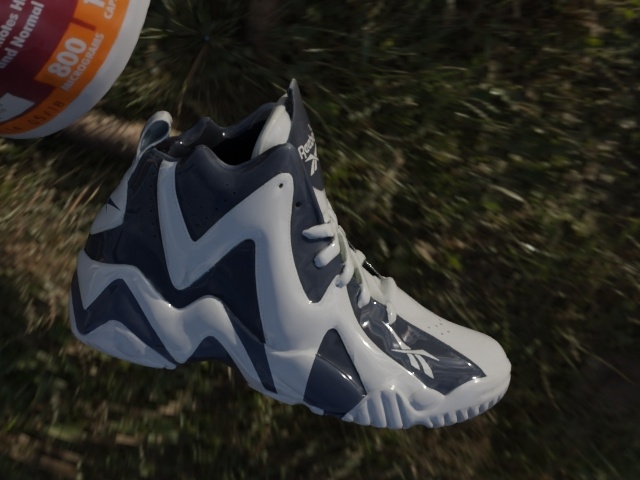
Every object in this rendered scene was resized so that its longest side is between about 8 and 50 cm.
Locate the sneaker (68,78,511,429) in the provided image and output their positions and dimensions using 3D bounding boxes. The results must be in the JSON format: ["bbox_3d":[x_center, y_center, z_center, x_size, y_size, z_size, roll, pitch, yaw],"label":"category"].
[{"bbox_3d":[0.000,0.000,0.961,0.235,0.094,0.153,15,107,-3],"label":"sneaker"}]

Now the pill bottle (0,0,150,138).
[{"bbox_3d":[-0.319,-0.219,1.262,0.392,0.224,0.224,17,97,-48],"label":"pill bottle"}]
